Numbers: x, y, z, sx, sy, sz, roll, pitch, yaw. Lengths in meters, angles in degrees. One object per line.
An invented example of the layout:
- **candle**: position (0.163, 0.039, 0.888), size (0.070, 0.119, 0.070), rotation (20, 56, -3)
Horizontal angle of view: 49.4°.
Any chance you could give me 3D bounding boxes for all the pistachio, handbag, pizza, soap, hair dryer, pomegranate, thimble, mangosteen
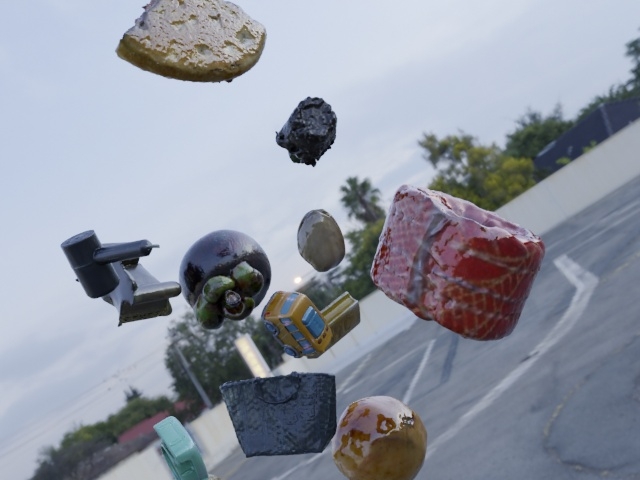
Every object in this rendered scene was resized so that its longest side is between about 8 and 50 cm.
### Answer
- **pistachio**: position (0.000, 0.000, 1.573), size (0.113, 0.113, 0.149), rotation (-28, -50, -33)
- **handbag**: position (-0.082, 0.367, 1.489), size (0.270, 0.175, 0.089), rotation (-10, 7, 18)
- **pizza**: position (-0.297, -0.479, 1.607), size (0.409, 0.277, 0.114), rotation (-26, -7, -44)
- **soap**: position (0.022, 0.281, 2.227), size (0.232, 0.073, 0.140), rotation (-37, -35, -21)
- **hair dryer**: position (-0.386, 0.034, 1.327), size (0.219, 0.124, 0.071), rotation (-13, 23, 29)
- **pomegranate**: position (0.145, 0.503, 1.717), size (0.248, 0.248, 0.248), rotation (-32, -8, -5)
- **thimble**: position (0.278, 0.040, 1.439), size (0.350, 0.350, 0.230), rotation (-12, -56, -69)
- **mangosteen**: position (-0.290, 0.113, 2.140), size (0.311, 0.311, 0.311), rotation (-32, -8, -5)

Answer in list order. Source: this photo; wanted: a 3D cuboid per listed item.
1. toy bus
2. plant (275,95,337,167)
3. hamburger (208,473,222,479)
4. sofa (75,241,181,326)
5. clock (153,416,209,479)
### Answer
- **toy bus**: position (-0.059, 0.245, 2.029), size (0.136, 0.209, 0.126), rotation (-10, 36, 42)
- **plant**: position (-0.035, -0.262, 1.721), size (0.131, 0.142, 0.203), rotation (-59, -4, -16)
- **hamburger**: position (-0.253, 0.712, 1.675), size (0.134, 0.265, 0.285), rotation (-16, 24, -8)
- **sofa**: position (-0.537, 0.099, 1.988), size (0.200, 0.258, 0.182), rotation (-4, -53, -54)
- **clock**: position (-0.309, 0.504, 1.582), size (0.060, 0.188, 0.148), rotation (-27, 29, -25)
